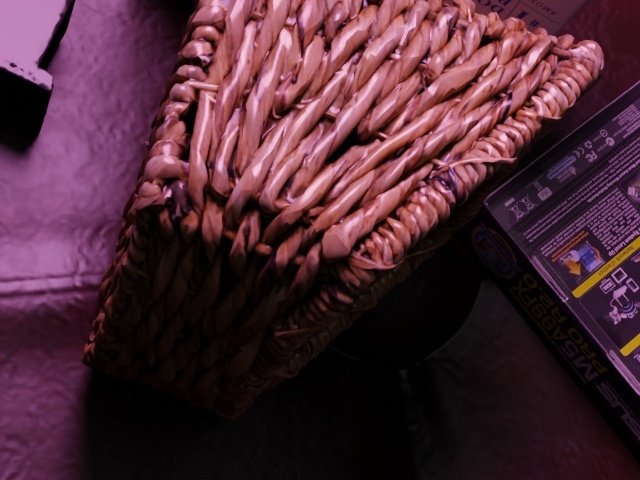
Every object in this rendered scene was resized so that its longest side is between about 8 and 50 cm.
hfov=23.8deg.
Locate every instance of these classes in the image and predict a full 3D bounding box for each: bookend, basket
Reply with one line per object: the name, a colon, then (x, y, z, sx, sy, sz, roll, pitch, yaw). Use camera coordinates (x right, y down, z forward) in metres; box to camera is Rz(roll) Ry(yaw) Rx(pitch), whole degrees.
bookend: (-0.220, -0.177, 0.987, 0.156, 0.072, 0.157, 24, 65, -7)
basket: (0.000, 0.000, 0.860, 0.223, 0.299, 0.214, 18, 67, -9)

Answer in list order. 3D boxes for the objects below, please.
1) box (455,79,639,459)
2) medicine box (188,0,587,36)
box: (0.262, -0.006, 1.072, 0.270, 0.060, 0.216, -37, 84, -24)
medicine box: (0.048, -0.226, 0.963, 0.263, 0.289, 0.149, 31, 63, -3)
